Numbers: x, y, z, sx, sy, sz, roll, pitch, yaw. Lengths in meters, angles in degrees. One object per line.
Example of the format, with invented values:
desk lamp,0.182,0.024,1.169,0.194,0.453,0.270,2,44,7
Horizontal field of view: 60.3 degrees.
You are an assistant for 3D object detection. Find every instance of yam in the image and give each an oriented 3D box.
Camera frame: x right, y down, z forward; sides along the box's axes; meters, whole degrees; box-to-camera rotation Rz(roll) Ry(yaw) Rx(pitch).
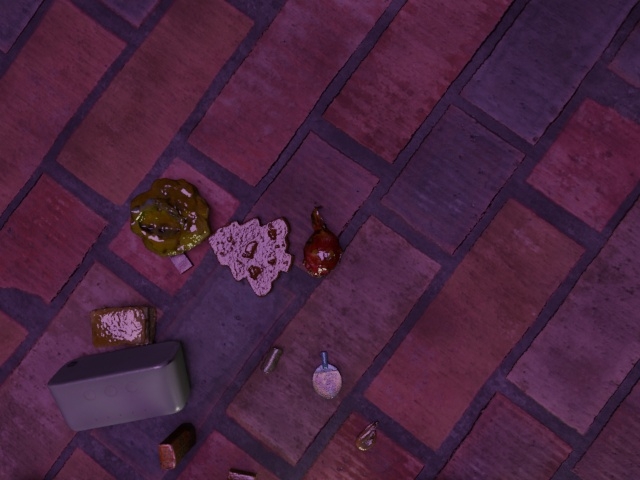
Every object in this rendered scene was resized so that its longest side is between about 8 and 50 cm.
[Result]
yam,-0.162,0.393,1.817,0.043,0.043,0.094,26,88,5

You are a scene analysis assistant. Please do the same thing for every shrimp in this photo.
shrimp,0.162,0.639,1.796,0.059,0.023,0.108,44,91,-5

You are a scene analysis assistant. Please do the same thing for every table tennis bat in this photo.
table tennis bat,0.020,0.443,1.815,0.100,0.019,0.155,-5,89,4

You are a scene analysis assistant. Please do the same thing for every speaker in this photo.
speaker,-0.631,0.466,1.769,0.406,0.183,0.184,-11,106,4

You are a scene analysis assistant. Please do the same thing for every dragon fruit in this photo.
dragon fruit,0.000,0.000,1.791,0.125,0.125,0.246,2,65,-25

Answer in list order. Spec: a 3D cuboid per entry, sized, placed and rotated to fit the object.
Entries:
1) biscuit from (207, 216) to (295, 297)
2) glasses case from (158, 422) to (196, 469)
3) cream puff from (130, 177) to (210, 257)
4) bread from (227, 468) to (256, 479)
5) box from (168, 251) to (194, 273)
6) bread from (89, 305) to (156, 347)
biscuit,-0.232,0.026,1.835,0.302,0.043,0.278,22,91,6
glasses case,-0.447,0.644,1.738,0.049,0.218,0.075,-6,87,3
cream puff,-0.493,-0.079,1.783,0.282,0.185,0.281,-1,81,5
bread,-0.263,0.805,1.811,0.094,0.035,0.090,10,89,4
box,-0.472,0.066,1.860,0.051,0.023,0.082,-36,86,0
bread,-0.653,0.284,1.826,0.196,0.102,0.138,-1,91,2
